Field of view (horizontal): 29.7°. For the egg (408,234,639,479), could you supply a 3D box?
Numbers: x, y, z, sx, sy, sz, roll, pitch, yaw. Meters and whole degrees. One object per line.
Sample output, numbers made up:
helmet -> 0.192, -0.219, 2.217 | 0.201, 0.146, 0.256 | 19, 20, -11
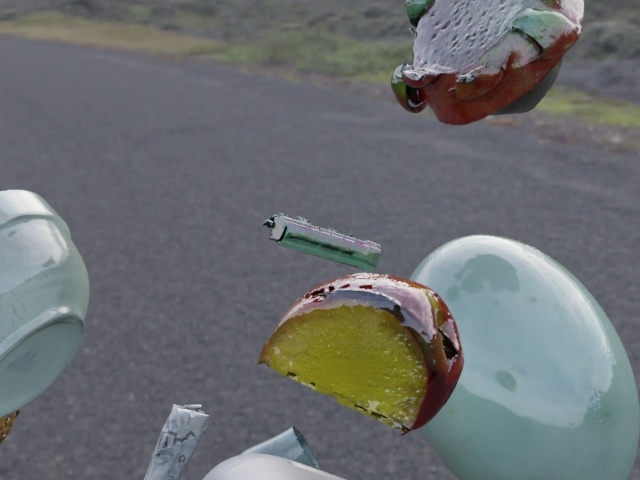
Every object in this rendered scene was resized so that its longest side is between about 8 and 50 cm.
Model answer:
egg -> 0.246, 0.171, 1.531 | 0.276, 0.388, 0.276 | -22, -23, -10

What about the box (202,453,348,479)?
box -> 0.029, 0.329, 1.190 | 0.289, 0.141, 0.349 | 22, -1, -19

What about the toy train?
toy train -> 0.000, 0.000, 1.479 | 0.148, 0.038, 0.071 | 16, 3, -25

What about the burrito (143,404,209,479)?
burrito -> -0.245, 0.355, 1.939 | 0.064, 0.203, 0.064 | 26, 4, -2

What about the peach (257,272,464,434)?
peach -> 0.040, 0.089, 1.014 | 0.172, 0.127, 0.092 | -2, 16, 31

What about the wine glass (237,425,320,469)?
wine glass -> -0.104, 0.372, 1.877 | 0.202, 0.093, 0.093 | -33, 12, 4

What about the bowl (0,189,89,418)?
bowl -> -0.393, 0.100, 1.416 | 0.163, 0.307, 0.307 | 42, 31, 17

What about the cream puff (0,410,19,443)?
cream puff -> -0.484, 0.211, 1.680 | 0.183, 0.183, 0.169 | 1, 4, 21

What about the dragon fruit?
dragon fruit -> 0.212, -0.251, 1.502 | 0.130, 0.268, 0.295 | 38, 5, -32
